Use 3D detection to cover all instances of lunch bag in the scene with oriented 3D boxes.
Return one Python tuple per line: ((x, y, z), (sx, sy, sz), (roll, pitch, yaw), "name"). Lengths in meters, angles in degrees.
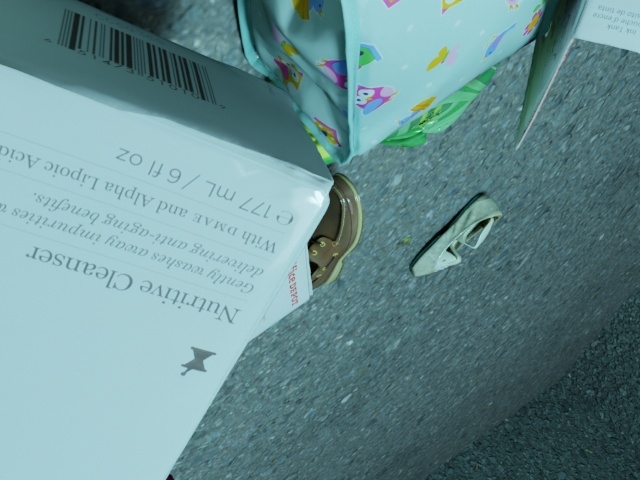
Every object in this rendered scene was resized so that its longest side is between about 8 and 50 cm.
((0.057, -0.208, 0.532), (0.223, 0.160, 0.262), (-35, 160, -12), "lunch bag")

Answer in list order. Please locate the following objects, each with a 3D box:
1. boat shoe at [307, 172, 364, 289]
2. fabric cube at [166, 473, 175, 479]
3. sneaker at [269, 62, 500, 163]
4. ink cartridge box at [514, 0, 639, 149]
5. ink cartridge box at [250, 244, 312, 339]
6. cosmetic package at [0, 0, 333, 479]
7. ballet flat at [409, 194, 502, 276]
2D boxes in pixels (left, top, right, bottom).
((0.000, 0.000, 0.881), (0.060, 0.064, 0.178), (-27, 153, -32), "boat shoe")
((-0.254, 0.439, 0.986), (0.254, 0.259, 0.258), (-36, 154, -15), "fabric cube")
((0.064, -0.123, 0.727), (0.295, 0.109, 0.123), (-28, 147, -27), "sneaker")
((0.244, -0.253, 0.644), (0.261, 0.066, 0.296), (97, 10, -54), "ink cartridge box")
((-0.109, 0.056, 0.794), (0.191, 0.082, 0.139), (-35, 154, -17), "ink cartridge box")
((-0.183, 0.057, 0.486), (0.217, 0.156, 0.385), (18, 115, -23), "cosmetic package")
((0.203, 0.004, 1.186), (0.168, 0.052, 0.057), (-49, 154, 15), "ballet flat")
